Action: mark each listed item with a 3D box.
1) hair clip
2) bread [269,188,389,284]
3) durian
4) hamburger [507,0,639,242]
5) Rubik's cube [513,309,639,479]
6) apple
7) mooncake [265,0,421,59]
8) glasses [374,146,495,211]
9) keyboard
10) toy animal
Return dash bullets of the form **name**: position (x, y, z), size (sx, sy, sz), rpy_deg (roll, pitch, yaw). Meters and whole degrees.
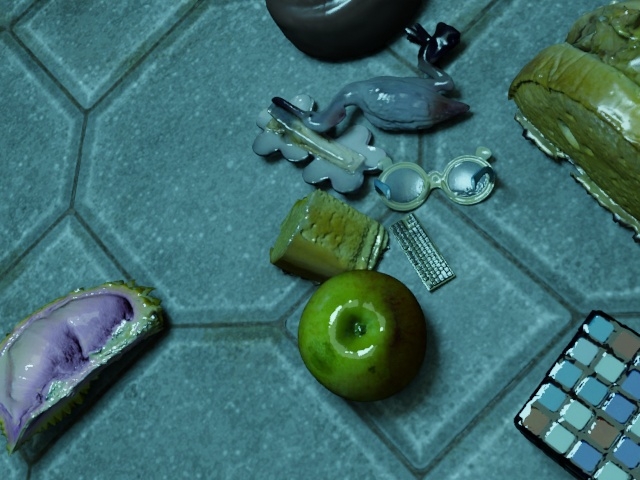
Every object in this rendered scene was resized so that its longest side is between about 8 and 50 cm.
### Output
- **hair clip**: position (-0.008, -0.168, 1.298), size (0.257, 0.075, 0.146), rpy_deg (34, 68, 18)
- **bread**: position (0.000, 0.000, 1.244), size (0.160, 0.169, 0.140), rpy_deg (1, 65, 62)
- **durian**: position (-0.414, 0.187, 1.287), size (0.341, 0.112, 0.191), rpy_deg (-43, 55, -9)
- **hamburger**: position (0.477, -0.177, 1.027), size (0.268, 0.287, 0.445), rpy_deg (-39, 67, 0)
- **Rubik's cube**: position (0.376, 0.226, 0.968), size (0.184, 0.187, 0.182), rpy_deg (36, 86, 28)
- **apple**: position (0.059, 0.136, 1.108), size (0.196, 0.196, 0.196), rpy_deg (-6, 70, 16)
- **mooncake**: position (0.040, -0.500, 1.343), size (0.326, 0.174, 0.334), rpy_deg (-34, 66, 7)
- **glasses**: position (0.168, -0.070, 1.144), size (0.189, 0.220, 0.088), rpy_deg (-5, 107, 12)
- **keyboard**: position (0.158, 0.016, 1.205), size (0.049, 0.015, 0.129), rpy_deg (-32, 65, 5)
- **toy animal**: position (0.106, -0.235, 1.268), size (0.324, 0.090, 0.195), rpy_deg (-30, 63, -6)
